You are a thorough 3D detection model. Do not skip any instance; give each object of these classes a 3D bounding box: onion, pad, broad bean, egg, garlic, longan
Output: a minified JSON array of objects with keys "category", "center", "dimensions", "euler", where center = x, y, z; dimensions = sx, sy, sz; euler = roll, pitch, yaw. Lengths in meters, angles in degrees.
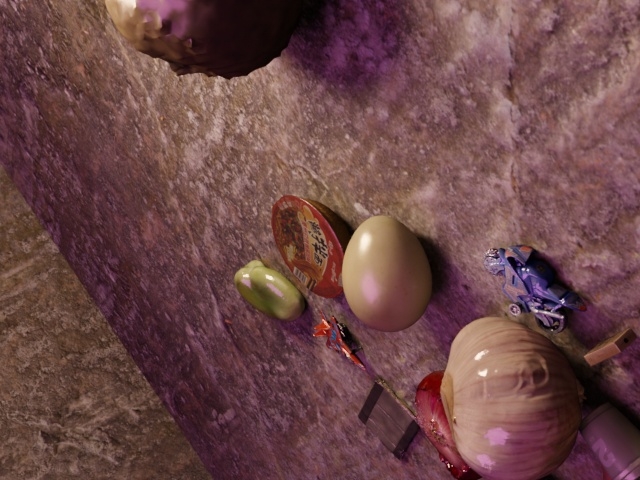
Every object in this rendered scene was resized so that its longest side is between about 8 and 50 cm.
[{"category":"onion","center":[0.304,0.403,1.808],"dimensions":[0.248,0.161,0.248],"euler":[30,129,46]},{"category":"pad","center":[0.180,0.471,2.165],"dimensions":[0.174,0.022,0.233],"euler":[43,146,23]},{"category":"broad bean","center":[-0.141,0.144,2.265],"dimensions":[0.228,0.100,0.169],"euler":[19,138,43]},{"category":"egg","center":[0.139,0.070,1.732],"dimensions":[0.188,0.188,0.254],"euler":[13,116,49]},{"category":"garlic","center":[0.363,0.309,1.545],"dimensions":[0.317,0.259,0.318],"euler":[166,90,-90]},{"category":"longan","center":[-0.222,-0.492,1.584],"dimensions":[0.391,0.391,0.391],"euler":[34,140,34]}]

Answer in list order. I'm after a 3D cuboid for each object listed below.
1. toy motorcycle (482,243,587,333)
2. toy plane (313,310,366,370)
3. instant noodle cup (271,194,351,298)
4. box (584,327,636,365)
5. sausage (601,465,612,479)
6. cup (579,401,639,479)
[{"category":"toy motorcycle","center":[0.387,0.078,1.512],"dimensions":[0.205,0.076,0.114],"euler":[48,139,16]},{"category":"toy plane","center":[0.059,0.265,2.123],"dimensions":[0.189,0.061,0.130],"euler":[37,141,24]},{"category":"instant noodle cup","center":[0.000,0.000,1.954],"dimensions":[0.274,0.090,0.274],"euler":[34,140,35]},{"category":"box","center":[0.509,0.188,1.446],"dimensions":[0.024,0.053,0.083],"euler":[55,147,7]},{"category":"sausage","center":[0.565,0.464,1.608],"dimensions":[0.047,0.040,0.177],"euler":[24,134,51]},{"category":"cup","center":[0.547,0.372,1.503],"dimensions":[0.141,0.120,0.120],"euler":[57,151,29]}]
